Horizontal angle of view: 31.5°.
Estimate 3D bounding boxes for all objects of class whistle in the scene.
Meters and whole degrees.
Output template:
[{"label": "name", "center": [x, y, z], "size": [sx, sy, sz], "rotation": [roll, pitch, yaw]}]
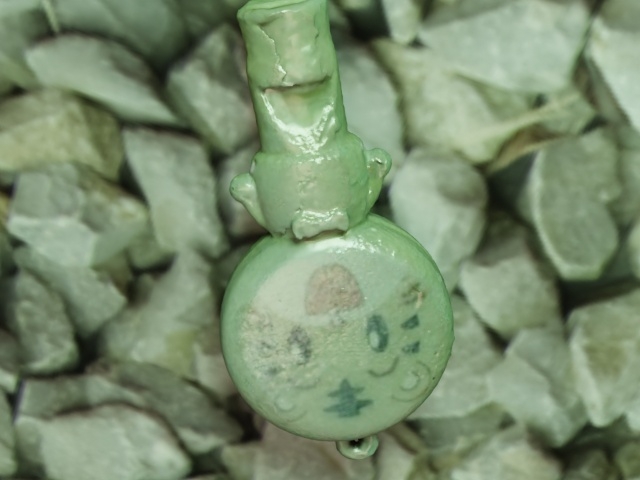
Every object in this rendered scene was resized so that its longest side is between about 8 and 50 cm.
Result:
[{"label": "whistle", "center": [0.000, 0.000, 0.597], "size": [0.126, 0.067, 0.257], "rotation": [-11, 110, -3]}]
